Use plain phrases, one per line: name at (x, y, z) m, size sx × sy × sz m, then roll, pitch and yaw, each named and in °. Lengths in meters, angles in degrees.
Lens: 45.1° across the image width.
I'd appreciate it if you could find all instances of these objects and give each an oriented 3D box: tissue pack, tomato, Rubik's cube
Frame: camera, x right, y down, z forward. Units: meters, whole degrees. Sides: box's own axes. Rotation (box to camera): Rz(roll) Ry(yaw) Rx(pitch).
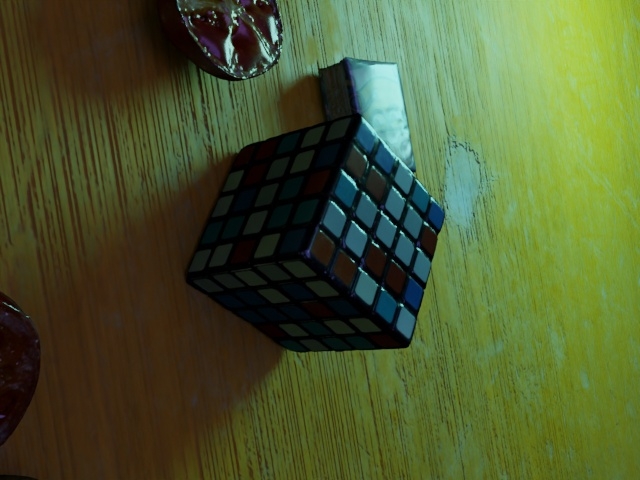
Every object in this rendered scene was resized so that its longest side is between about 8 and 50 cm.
tissue pack at (0.061, -0.158, 1.018) m, size 0.116 × 0.065 × 0.155 m, roll -10°, pitch 92°, yaw -46°
tomato at (-0.290, 0.091, 0.571) m, size 0.139 × 0.091 × 0.159 m, roll -9°, pitch 117°, yaw -39°
tomato at (-0.114, -0.238, 0.833) m, size 0.156 × 0.069 × 0.155 m, roll 15°, pitch 69°, yaw -45°
Rubik's cube at (0.000, 0.000, 0.834) m, size 0.184 × 0.182 × 0.187 m, roll 40°, pitch 56°, yaw -35°

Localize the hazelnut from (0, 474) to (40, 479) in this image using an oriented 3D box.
hazelnut at (-0.225, 0.250, 0.586) m, size 0.154 × 0.143 × 0.143 m, roll 51°, pitch 48°, yaw -8°
